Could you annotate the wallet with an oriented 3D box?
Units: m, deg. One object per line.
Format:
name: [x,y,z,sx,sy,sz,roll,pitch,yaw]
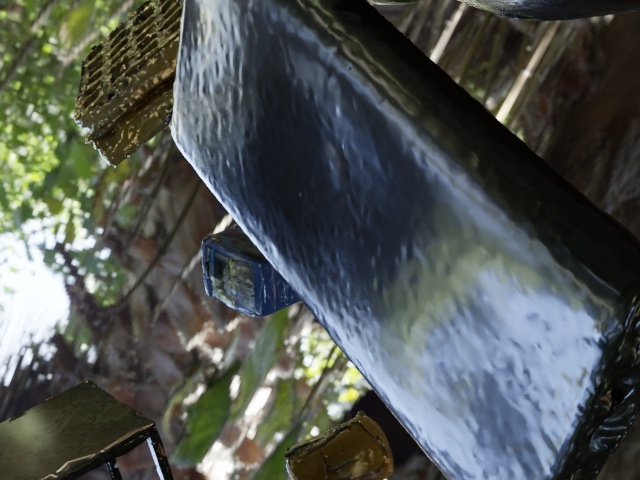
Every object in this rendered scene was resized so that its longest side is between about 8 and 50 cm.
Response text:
wallet: [0.019,-0.025,0.460,0.044,0.170,0.321,-19,-131,-26]

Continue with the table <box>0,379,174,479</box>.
table: [-0.377,0.404,1.379,0.335,0.272,0.222,-26,-156,-31]

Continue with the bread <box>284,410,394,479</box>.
bread: [0.021,0.227,1.053,0.072,0.106,0.053,64,-168,-2]

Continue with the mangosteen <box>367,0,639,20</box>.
mangosteen: [0.090,-0.248,0.462,0.300,0.300,0.300,23,-161,-9]

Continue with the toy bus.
toy bus: [0.000,0.000,0.655,0.153,0.051,0.061,-23,-148,-35]

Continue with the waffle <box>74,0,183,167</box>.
waffle: [-0.264,-0.277,1.619,0.114,0.261,0.376,47,-172,-26]
